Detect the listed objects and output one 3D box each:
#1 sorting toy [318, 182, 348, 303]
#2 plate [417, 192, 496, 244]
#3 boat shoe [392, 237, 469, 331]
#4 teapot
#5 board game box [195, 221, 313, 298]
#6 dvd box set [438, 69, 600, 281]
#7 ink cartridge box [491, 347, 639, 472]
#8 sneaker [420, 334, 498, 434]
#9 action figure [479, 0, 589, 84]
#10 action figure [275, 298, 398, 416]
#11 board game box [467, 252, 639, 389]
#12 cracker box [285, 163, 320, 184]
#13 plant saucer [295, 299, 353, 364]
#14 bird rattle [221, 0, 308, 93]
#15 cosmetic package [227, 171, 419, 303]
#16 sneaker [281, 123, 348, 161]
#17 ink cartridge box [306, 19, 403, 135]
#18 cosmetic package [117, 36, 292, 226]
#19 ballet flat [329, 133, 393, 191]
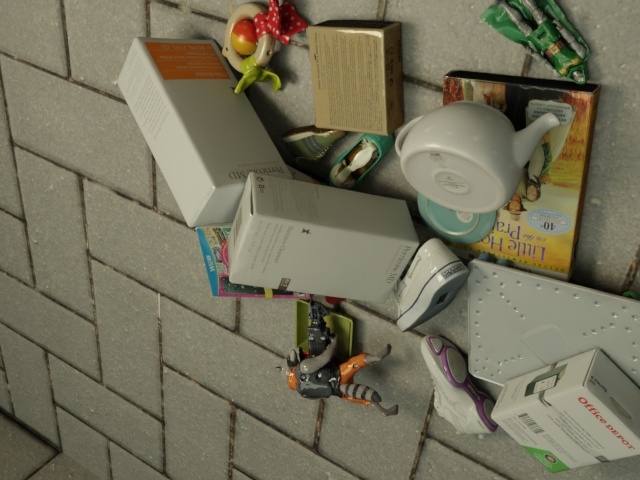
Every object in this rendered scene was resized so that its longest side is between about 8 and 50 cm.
[{"bbox_3d":[0.025,-0.004,1.799,0.126,0.127,0.365,43,148,38],"label":"sorting toy"},{"bbox_3d":[0.293,-0.072,1.543,0.188,0.024,0.188,18,124,29],"label":"plate"},{"bbox_3d":[0.230,0.096,1.672,0.156,0.136,0.367,59,164,20],"label":"boat shoe"},{"bbox_3d":[0.287,-0.186,1.380,0.256,0.187,0.252,26,158,1],"label":"teapot"},{"bbox_3d":[-0.169,0.044,1.938,0.303,0.097,0.224,0,116,22],"label":"board game box"},{"bbox_3d":[0.402,-0.135,1.485,0.308,0.062,0.420,15,124,29],"label":"dvd box set"},{"bbox_3d":[0.563,0.386,1.560,0.211,0.121,0.289,44,142,-5],"label":"ink cartridge box"},{"bbox_3d":[0.328,0.386,1.813,0.152,0.114,0.305,-27,99,41],"label":"sneaker"},{"bbox_3d":[0.425,-0.385,1.323,0.232,0.063,0.137,47,130,-2],"label":"action figure"},{"bbox_3d":[0.028,0.339,1.902,0.330,0.178,0.341,-1,119,25],"label":"action figure"},{"bbox_3d":[0.524,0.222,1.572,0.390,0.050,0.390,15,135,28],"label":"board game box"},{"bbox_3d":[-0.122,-0.123,1.802,0.232,0.155,0.067,29,172,18],"label":"cracker box"},{"bbox_3d":[0.018,0.260,2.007,0.188,0.045,0.188,19,126,26],"label":"plant saucer"},{"bbox_3d":[-0.157,-0.471,1.646,0.207,0.143,0.253,41,131,31],"label":"bird rattle"},{"bbox_3d":[0.000,0.000,1.586,0.385,0.156,0.217,9,131,-16],"label":"cosmetic package"},{"bbox_3d":[-0.003,-0.236,1.718,0.192,0.064,0.086,-2,123,36],"label":"sneaker"},{"bbox_3d":[0.080,-0.363,1.560,0.193,0.088,0.234,14,124,30],"label":"ink cartridge box"},{"bbox_3d":[-0.285,-0.270,1.686,0.161,0.230,0.453,-48,64,43],"label":"cosmetic package"},{"bbox_3d":[0.077,-0.180,1.672,0.083,0.087,0.247,47,133,3],"label":"ballet flat"}]
